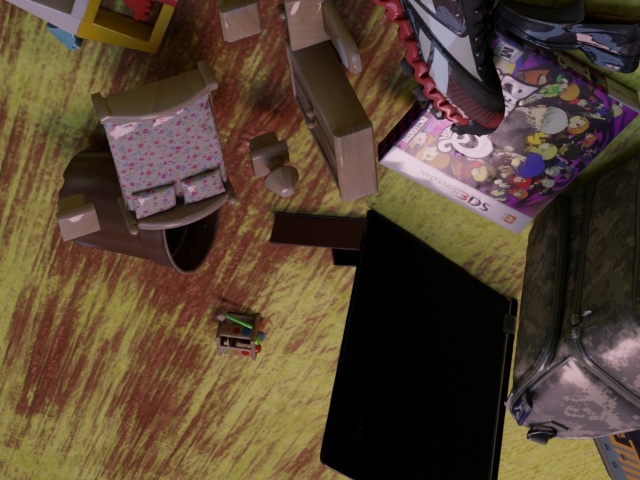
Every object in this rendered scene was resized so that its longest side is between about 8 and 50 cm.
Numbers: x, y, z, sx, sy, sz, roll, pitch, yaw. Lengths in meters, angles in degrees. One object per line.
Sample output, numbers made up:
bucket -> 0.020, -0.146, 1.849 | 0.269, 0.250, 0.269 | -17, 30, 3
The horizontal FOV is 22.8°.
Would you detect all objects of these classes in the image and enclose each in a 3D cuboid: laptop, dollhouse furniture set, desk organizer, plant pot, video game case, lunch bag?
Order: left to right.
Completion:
plant pot -> -0.236, -0.049, 2.035 | 0.165, 0.167, 0.167 | 7, 145, 20
dollhouse furniture set -> -0.132, -0.106, 1.767 | 0.356, 0.174, 0.303 | -19, 143, -9
desk organizer -> 0.000, 0.000, 2.116 | 0.130, 0.050, 0.047 | 4, 144, 11
laptop -> 0.125, 0.244, 2.134 | 0.236, 0.382, 0.408 | 12, 145, 2
video game case -> 0.215, -0.129, 1.833 | 0.210, 0.042, 0.232 | 26, 128, -22
lunch bag -> 0.349, 0.080, 1.907 | 0.212, 0.305, 0.256 | 32, 139, -26

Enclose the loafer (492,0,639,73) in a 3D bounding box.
loafer -> 0.271, -0.237, 1.710 | 0.170, 0.062, 0.061 | 15, 121, -5

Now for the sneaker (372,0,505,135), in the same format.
sneaker -> 0.141, -0.232, 1.668 | 0.135, 0.097, 0.276 | -19, 115, 28

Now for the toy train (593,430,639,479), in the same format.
toy train -> 0.477, 0.272, 2.298 | 0.190, 0.142, 0.334 | 6, 148, 29

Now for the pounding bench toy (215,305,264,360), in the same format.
pounding bench toy -> -0.117, 0.132, 2.333 | 0.065, 0.052, 0.083 | 7, 145, 6

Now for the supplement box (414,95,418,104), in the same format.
supplement box -> 0.142, -0.129, 1.906 | 0.062, 0.036, 0.098 | 5, 144, 7

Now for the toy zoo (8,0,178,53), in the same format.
toy zoo -> -0.246, -0.310, 1.771 | 0.192, 0.030, 0.293 | 19, 145, -10
